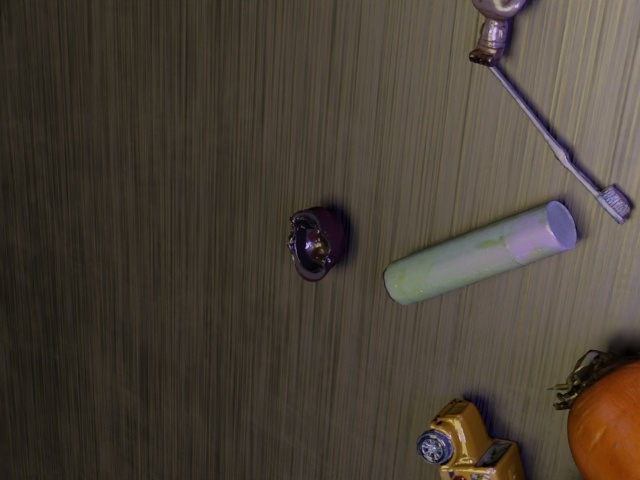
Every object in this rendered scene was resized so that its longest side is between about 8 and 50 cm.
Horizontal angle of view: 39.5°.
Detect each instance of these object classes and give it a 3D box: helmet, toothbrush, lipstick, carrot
[{"bbox_3d":[0.000,0.000,1.455,0.098,0.070,0.123,26,128,41],"label":"helmet"},{"bbox_3d":[0.300,-0.136,1.166,0.028,0.026,0.294,-47,72,22],"label":"toothbrush"},{"bbox_3d":[0.216,0.023,1.266,0.304,0.076,0.076,-25,87,44],"label":"lipstick"},{"bbox_3d":[0.406,0.242,1.050,0.331,0.214,0.193,-124,31,-46],"label":"carrot"}]

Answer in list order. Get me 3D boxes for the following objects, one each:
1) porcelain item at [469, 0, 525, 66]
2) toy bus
[{"bbox_3d":[0.236,-0.328,1.134,0.084,0.054,0.213,28,121,35],"label":"porcelain item"},{"bbox_3d":[0.252,0.410,1.342,0.123,0.121,0.335,-9,99,35],"label":"toy bus"}]
